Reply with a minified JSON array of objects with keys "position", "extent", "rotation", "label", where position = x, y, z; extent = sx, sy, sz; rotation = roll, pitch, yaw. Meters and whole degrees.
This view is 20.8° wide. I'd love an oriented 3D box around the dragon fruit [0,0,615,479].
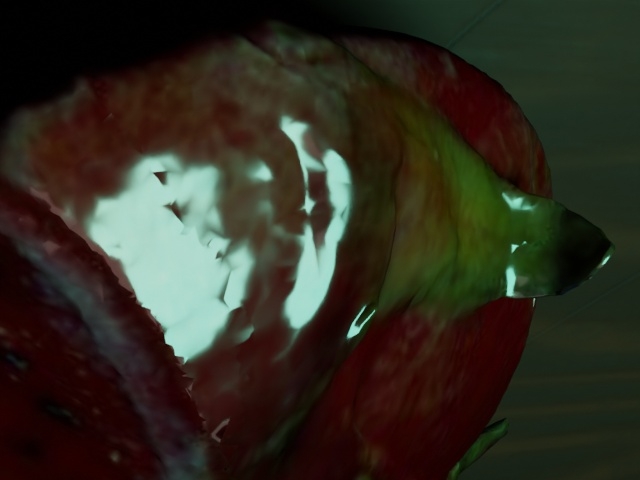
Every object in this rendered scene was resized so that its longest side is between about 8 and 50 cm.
[{"position":[-0.010,0.067,0.558],"extent":[0.282,0.100,0.344],"rotation":[-24,150,-37],"label":"dragon fruit"}]
